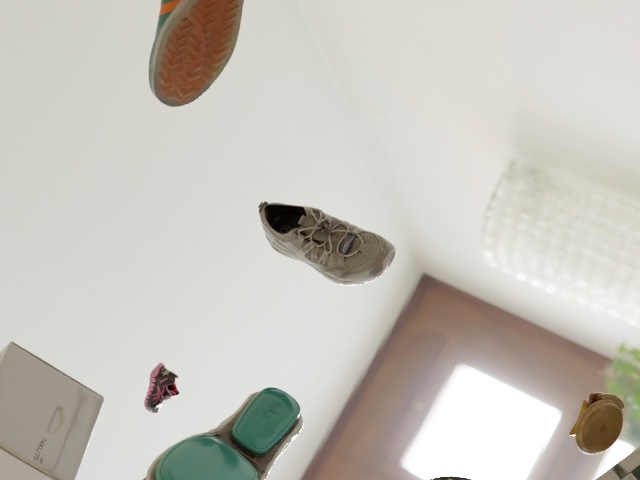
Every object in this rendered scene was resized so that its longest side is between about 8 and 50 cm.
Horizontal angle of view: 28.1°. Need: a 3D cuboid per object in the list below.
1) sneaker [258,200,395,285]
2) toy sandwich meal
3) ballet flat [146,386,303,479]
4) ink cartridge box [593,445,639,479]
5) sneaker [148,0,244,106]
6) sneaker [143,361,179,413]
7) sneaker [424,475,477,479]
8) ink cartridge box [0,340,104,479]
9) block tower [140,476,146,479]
[{"bbox_3d":[0.000,0.000,2.258,0.105,0.281,0.115,-63,-36,-19],"label":"sneaker"},{"bbox_3d":[0.358,0.236,1.662,0.086,0.029,0.085,-9,-70,-25],"label":"toy sandwich meal"},{"bbox_3d":[-0.147,0.348,1.934,0.400,0.139,0.139,-31,-41,-62],"label":"ballet flat"},{"bbox_3d":[0.463,0.325,1.735,0.208,0.087,0.153,-43,-27,23],"label":"ink cartridge box"},{"bbox_3d":[-0.171,-0.335,1.775,0.108,0.121,0.302,16,-81,-30],"label":"sneaker"},{"bbox_3d":[-0.288,0.279,2.346,0.047,0.057,0.119,-54,-15,-48],"label":"sneaker"},{"bbox_3d":[0.169,0.459,2.145,0.084,0.235,0.097,61,-157,-56],"label":"sneaker"},{"bbox_3d":[-0.535,0.346,2.159,0.270,0.197,0.198,-39,25,36],"label":"ink cartridge box"},{"bbox_3d":[-0.287,0.485,2.344,0.335,0.097,0.091,-25,-44,-41],"label":"block tower"}]
